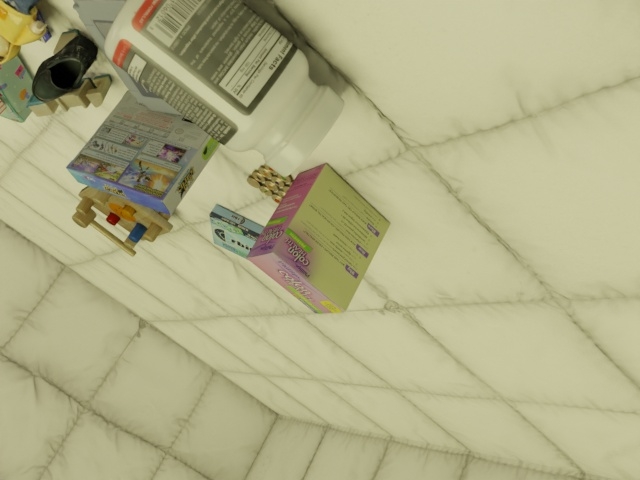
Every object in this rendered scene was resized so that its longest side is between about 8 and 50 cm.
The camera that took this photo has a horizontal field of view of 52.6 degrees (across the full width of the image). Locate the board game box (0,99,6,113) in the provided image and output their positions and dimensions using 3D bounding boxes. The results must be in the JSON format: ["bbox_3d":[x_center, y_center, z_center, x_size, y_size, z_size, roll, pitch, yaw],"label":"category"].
[{"bbox_3d":[-0.892,-0.389,1.596,0.193,0.045,0.146,20,153,22],"label":"board game box"}]

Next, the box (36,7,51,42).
[{"bbox_3d":[-0.661,-0.492,1.443,0.136,0.028,0.081,21,153,12],"label":"box"}]

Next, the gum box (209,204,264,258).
[{"bbox_3d":[-0.236,-0.013,1.862,0.157,0.041,0.184,26,155,9],"label":"gum box"}]

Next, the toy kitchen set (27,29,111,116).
[{"bbox_3d":[-0.597,-0.398,1.489,0.207,0.122,0.166,-4,143,18],"label":"toy kitchen set"}]

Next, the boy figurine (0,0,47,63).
[{"bbox_3d":[-0.658,-0.478,1.348,0.177,0.092,0.285,37,141,-15],"label":"boy figurine"}]

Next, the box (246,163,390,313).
[{"bbox_3d":[0.000,0.000,1.408,0.213,0.243,0.117,41,152,-23],"label":"box"}]

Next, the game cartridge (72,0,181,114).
[{"bbox_3d":[-0.352,-0.375,1.308,0.196,0.060,0.294,18,153,30],"label":"game cartridge"}]

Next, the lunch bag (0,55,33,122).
[{"bbox_3d":[-0.861,-0.442,1.649,0.224,0.108,0.279,23,154,16],"label":"lunch bag"}]

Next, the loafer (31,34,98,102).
[{"bbox_3d":[-0.551,-0.350,1.369,0.223,0.078,0.076,-24,133,38],"label":"loafer"}]

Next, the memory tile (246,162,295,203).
[{"bbox_3d":[-0.109,-0.135,1.540,0.113,0.012,0.148,37,154,-15],"label":"memory tile"}]

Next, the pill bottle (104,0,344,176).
[{"bbox_3d":[-0.153,-0.281,1.088,0.363,0.210,0.210,37,154,-15],"label":"pill bottle"}]

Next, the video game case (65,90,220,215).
[{"bbox_3d":[-0.380,-0.200,1.432,0.270,0.244,0.061,19,153,22],"label":"video game case"}]

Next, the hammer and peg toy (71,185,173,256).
[{"bbox_3d":[-0.628,-0.085,2.041,0.266,0.127,0.361,39,153,-24],"label":"hammer and peg toy"}]
